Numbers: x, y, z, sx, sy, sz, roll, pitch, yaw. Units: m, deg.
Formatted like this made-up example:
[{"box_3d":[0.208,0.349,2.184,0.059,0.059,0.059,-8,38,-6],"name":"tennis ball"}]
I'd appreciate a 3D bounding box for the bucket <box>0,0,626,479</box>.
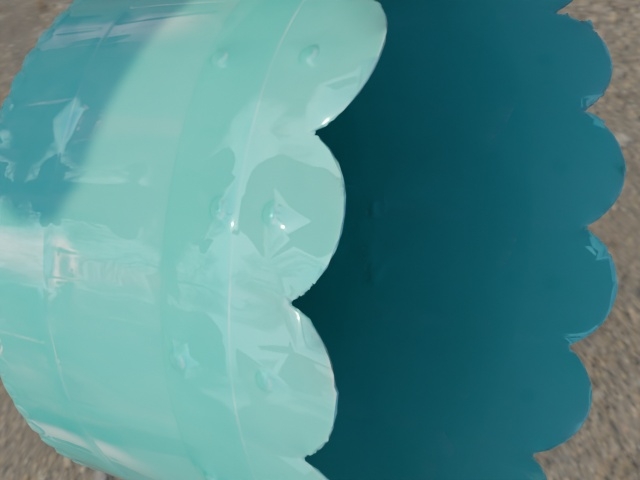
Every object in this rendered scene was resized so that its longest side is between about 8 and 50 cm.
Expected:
[{"box_3d":[0.000,0.000,0.630,0.183,0.281,0.281,8,102,32],"name":"bucket"}]
